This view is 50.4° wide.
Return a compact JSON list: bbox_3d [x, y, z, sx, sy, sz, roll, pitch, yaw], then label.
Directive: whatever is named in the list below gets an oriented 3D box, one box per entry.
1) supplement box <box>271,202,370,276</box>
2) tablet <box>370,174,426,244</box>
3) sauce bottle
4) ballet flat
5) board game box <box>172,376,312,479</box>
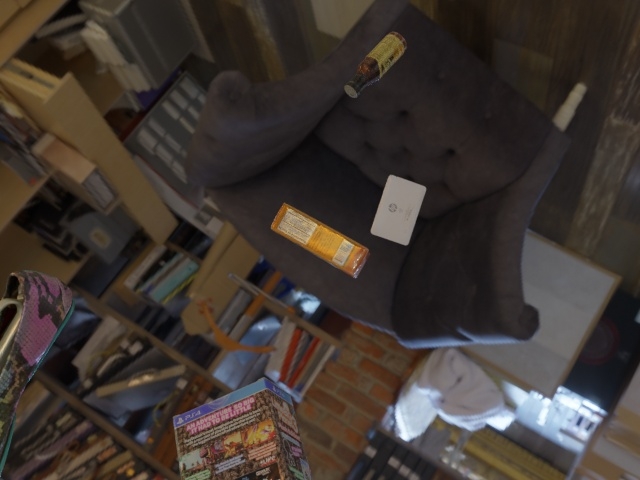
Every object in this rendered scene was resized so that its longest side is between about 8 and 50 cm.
[{"bbox_3d":[0.000,0.000,1.623,0.233,0.080,0.078,32,177,11],"label":"supplement box"},{"bbox_3d":[0.104,-0.040,0.908,0.054,0.083,0.006,19,177,-5],"label":"tablet"},{"bbox_3d":[0.086,-0.276,1.079,0.042,0.128,0.042,37,164,13],"label":"sauce bottle"},{"bbox_3d":[-0.292,0.127,0.588,0.077,0.221,0.079,6,159,43],"label":"ballet flat"},{"bbox_3d":[-0.157,0.478,1.426,0.141,0.232,0.291,51,-163,-53],"label":"board game box"}]
